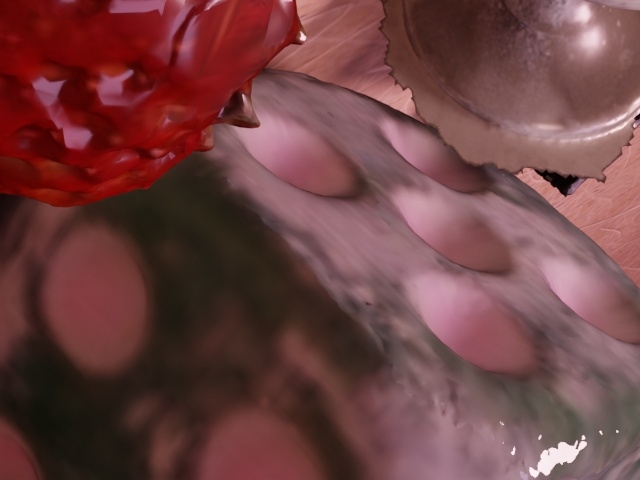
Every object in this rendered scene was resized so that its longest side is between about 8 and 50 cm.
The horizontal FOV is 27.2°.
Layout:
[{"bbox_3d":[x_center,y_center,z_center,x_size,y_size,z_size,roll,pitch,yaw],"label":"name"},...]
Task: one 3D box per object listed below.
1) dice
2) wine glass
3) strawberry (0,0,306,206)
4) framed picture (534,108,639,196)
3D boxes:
[{"bbox_3d":[-0.013,0.111,0.809,0.330,0.348,0.328,-5,133,-54],"label":"dice"},{"bbox_3d":[0.164,-0.209,0.739,0.238,0.238,0.323,-37,163,-21],"label":"wine glass"},{"bbox_3d":[-0.129,-0.119,0.430,0.244,0.205,0.205,7,128,-45],"label":"strawberry"},{"bbox_3d":[0.237,-0.195,0.967,0.324,0.244,0.013,-46,120,6],"label":"framed picture"}]
